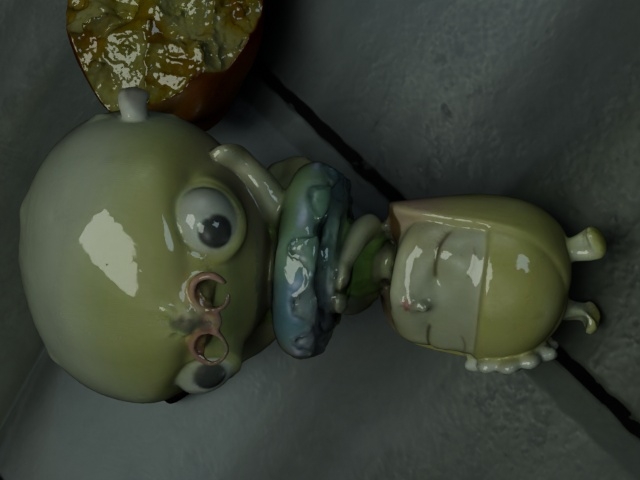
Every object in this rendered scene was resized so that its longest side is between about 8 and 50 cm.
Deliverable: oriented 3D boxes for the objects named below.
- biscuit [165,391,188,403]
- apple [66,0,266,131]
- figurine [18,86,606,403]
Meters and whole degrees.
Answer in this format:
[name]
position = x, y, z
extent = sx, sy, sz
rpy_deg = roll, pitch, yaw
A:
[biscuit]
position = -0.152, 0.018, 1.085
extent = 0.063, 0.151, 0.235
rpy_deg = -19, 85, -5
[apple]
position = -0.121, -0.165, 1.040
extent = 0.156, 0.147, 0.158
rpy_deg = 9, 100, 1
[figurine]
position = 0.000, 0.000, 0.929
extent = 0.394, 0.274, 0.227
rpy_deg = 5, 118, 7
